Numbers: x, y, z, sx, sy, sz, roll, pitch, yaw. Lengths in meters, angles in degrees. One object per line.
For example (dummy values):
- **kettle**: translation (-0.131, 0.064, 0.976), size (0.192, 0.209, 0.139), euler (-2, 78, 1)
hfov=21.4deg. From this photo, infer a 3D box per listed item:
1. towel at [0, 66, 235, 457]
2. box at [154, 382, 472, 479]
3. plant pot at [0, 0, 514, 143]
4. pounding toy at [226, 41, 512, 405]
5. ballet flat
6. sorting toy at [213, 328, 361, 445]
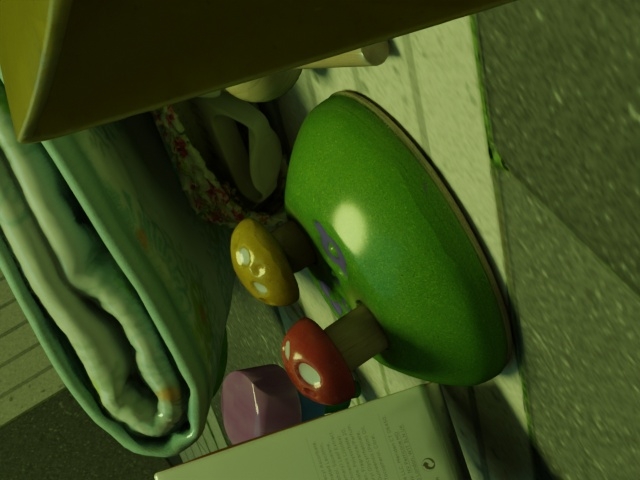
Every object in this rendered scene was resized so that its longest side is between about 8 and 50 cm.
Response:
- **towel**: translation (-0.153, -0.083, 1.130), size (0.320, 0.090, 0.374), euler (-78, -33, -66)
- **box**: translation (0.003, 0.155, 1.039), size (0.130, 0.170, 0.091), euler (27, -136, -83)
- **plant pot**: translation (0.006, -0.154, 0.400), size (0.212, 0.212, 0.187), euler (154, 98, -77)
- **pounding toy**: translation (0.000, 0.000, 0.933), size (0.237, 0.110, 0.183), euler (64, 166, -23)
- **ballet flat**: translation (-0.069, -0.096, 1.070), size (0.077, 0.091, 0.241), euler (23, 153, 36)
- **sorting toy**: translation (-0.085, 0.060, 1.406), size (0.365, 0.126, 0.127), euler (37, 127, 49)
